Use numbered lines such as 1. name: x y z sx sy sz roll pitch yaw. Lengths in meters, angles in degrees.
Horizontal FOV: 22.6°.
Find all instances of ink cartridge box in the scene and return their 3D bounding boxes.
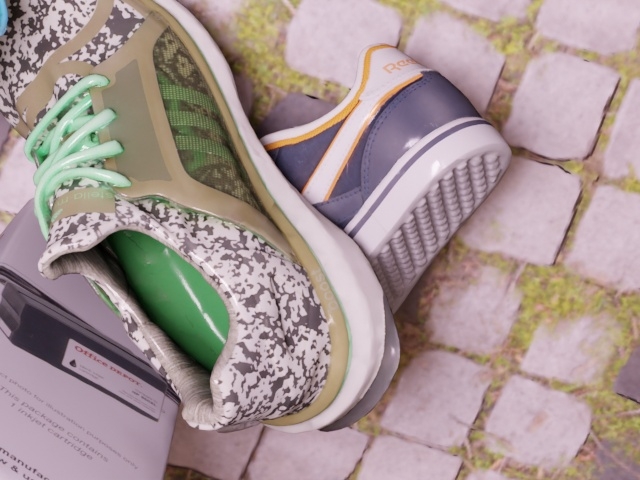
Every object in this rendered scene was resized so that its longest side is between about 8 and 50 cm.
1. ink cartridge box: -0.239 0.176 1.062 0.166 0.395 0.285 37 106 -11

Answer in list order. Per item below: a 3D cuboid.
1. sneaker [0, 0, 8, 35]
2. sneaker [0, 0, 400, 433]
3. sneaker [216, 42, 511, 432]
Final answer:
1. sneaker: -0.293 -0.087 1.053 0.208 0.127 0.319 -5 144 2
2. sneaker: -0.125 -0.037 1.032 0.410 0.182 0.158 48 117 16
3. sneaker: 0.000 0.000 1.147 0.321 0.126 0.127 -50 64 29
